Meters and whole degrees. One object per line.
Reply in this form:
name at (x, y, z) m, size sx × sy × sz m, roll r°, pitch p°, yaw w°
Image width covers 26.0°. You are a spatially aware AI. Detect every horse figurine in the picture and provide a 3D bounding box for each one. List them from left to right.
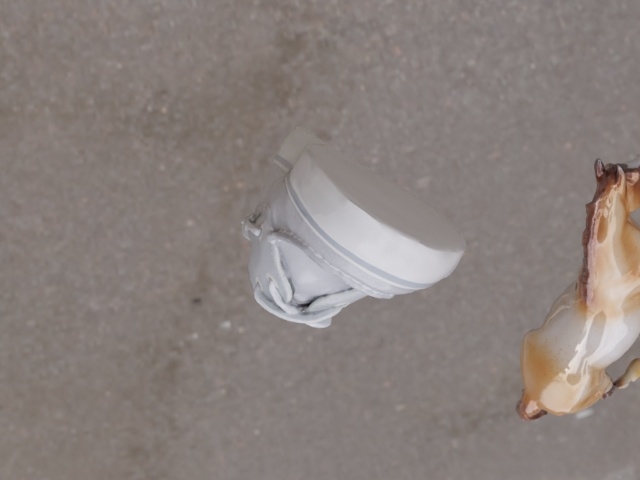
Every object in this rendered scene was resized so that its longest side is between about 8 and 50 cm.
horse figurine at (0.197, 0.047, 0.951) m, size 0.174 × 0.066 × 0.263 m, roll -18°, pitch 143°, yaw -45°

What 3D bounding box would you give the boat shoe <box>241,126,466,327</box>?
boat shoe at (0.000, 0.000, 0.508) m, size 0.066 × 0.184 × 0.063 m, roll 29°, pitch 95°, yaw -17°
